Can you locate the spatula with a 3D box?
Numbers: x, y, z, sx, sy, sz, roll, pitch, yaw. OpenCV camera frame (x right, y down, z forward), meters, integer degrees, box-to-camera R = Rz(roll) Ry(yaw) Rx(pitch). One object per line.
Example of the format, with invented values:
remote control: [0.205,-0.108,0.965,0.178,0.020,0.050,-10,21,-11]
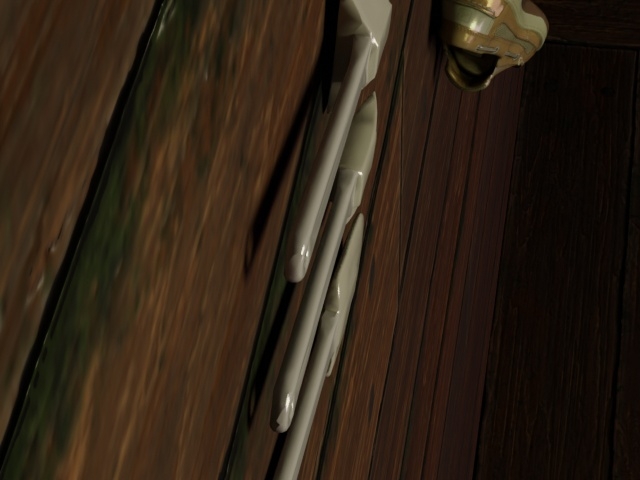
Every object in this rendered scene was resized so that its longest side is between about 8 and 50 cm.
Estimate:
spatula: [0.000,0.000,0.722,0.242,0.019,0.168,-70,170,-60]

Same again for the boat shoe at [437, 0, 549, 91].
boat shoe: [0.104,-0.133,1.306,0.190,0.068,0.072,25,83,-72]
